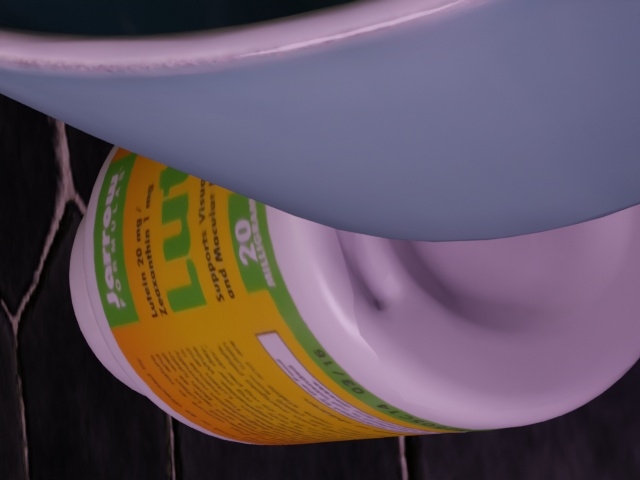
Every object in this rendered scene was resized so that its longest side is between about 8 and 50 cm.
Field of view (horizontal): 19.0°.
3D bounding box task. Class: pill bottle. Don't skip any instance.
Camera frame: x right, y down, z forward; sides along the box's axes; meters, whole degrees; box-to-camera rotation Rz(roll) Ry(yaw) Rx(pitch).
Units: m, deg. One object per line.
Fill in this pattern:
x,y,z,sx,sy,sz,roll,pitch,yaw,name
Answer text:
0.000,0.000,0.648,0.245,0.136,0.136,-17,79,63,pill bottle

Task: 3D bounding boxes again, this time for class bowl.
0.031,-0.124,0.449,0.163,0.311,0.311,53,-171,-52,bowl
